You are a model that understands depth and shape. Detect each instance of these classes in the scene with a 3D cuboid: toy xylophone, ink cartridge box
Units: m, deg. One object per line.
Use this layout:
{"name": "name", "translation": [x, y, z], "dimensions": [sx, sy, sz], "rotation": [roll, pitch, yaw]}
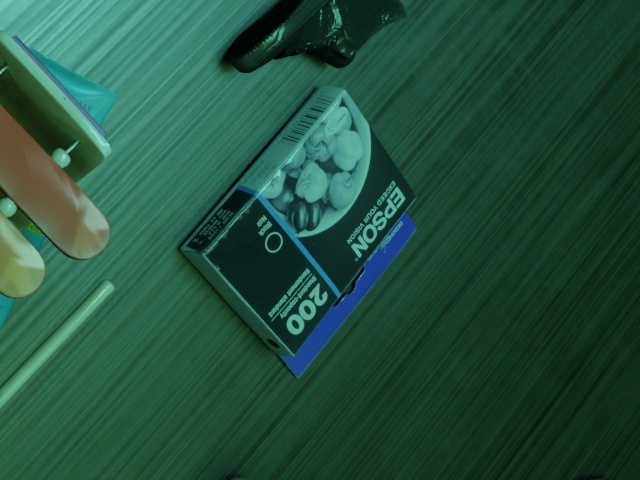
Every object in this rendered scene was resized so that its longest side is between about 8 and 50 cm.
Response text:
{"name": "toy xylophone", "translation": [-0.273, 0.018, 0.779], "dimensions": [0.236, 0.081, 0.323], "rotation": [41, 73, -14]}
{"name": "ink cartridge box", "translation": [0.000, 0.000, 1.064], "dimensions": [0.206, 0.045, 0.208], "rotation": [-51, 129, -17]}

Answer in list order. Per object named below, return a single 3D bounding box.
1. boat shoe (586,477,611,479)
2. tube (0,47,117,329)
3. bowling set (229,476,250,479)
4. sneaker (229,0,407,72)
{"name": "boat shoe", "translation": [0.291, 0.392, 1.371], "dimensions": [0.307, 0.104, 0.111], "rotation": [-23, 116, -33]}
{"name": "tube", "translation": [-0.228, -0.036, 0.870], "dimensions": [0.080, 0.052, 0.207], "rotation": [29, 78, -43]}
{"name": "bowling set", "translation": [0.031, 0.334, 1.111], "dimensions": [0.200, 0.154, 0.287], "rotation": [-25, 118, -31]}
{"name": "sneaker", "translation": [0.000, -0.182, 1.006], "dimensions": [0.170, 0.051, 0.089], "rotation": [-49, 123, -22]}
